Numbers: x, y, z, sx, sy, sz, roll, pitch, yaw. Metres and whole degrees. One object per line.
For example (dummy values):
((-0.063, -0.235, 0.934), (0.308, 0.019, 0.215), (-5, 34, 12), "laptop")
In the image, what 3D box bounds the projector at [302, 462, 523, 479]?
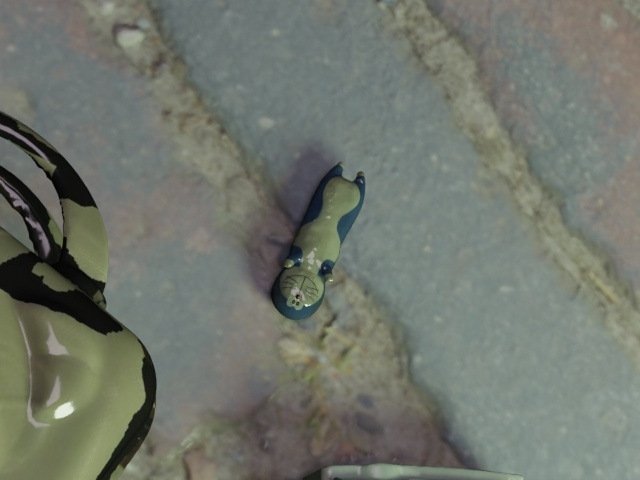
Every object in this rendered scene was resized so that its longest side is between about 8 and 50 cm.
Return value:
((0.066, 0.210, 1.332), (0.147, 0.061, 0.115), (5, 70, -18), "projector")

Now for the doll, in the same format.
((0.000, 0.000, 1.395), (0.037, 0.027, 0.125), (24, 67, -2), "doll")

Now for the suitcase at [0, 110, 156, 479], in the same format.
((-0.276, 0.058, 1.192), (0.351, 0.194, 0.339), (40, 63, -3), "suitcase")
